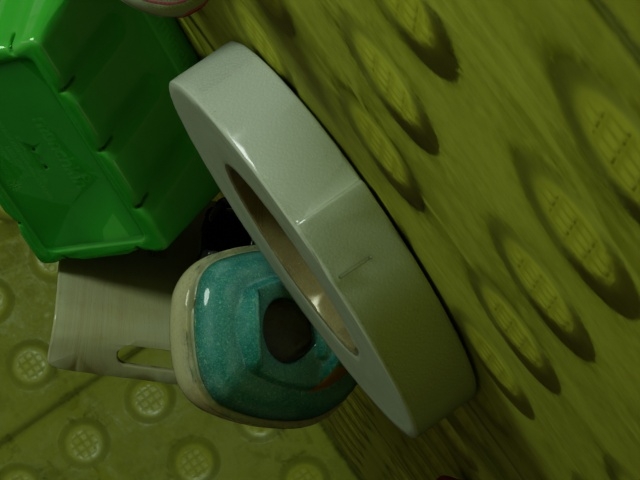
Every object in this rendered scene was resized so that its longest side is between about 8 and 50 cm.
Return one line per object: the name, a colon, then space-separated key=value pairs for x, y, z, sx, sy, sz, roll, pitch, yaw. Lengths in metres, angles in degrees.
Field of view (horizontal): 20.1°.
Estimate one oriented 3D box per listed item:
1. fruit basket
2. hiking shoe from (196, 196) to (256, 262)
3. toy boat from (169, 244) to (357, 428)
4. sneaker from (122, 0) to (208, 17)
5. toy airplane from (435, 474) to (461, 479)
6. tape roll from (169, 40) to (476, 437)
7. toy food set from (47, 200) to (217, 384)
fruit basket: x=-0.255 y=-0.205 z=1.937 sx=0.392 sy=0.283 sz=0.392 roll=23 pitch=-117 yaw=-60
hiking shoe: x=-0.084 y=-0.006 z=1.971 sx=0.227 sy=0.086 sz=0.114 roll=-74 pitch=-6 yaw=-55
toy boat: x=-0.024 y=0.160 z=1.835 sx=0.148 sy=0.267 sz=0.318 roll=-10 pitch=84 yaw=41
sneaker: x=-0.153 y=-0.265 z=1.266 sx=0.252 sy=0.103 sz=0.111 roll=57 pitch=175 yaw=-16
toy airplane: x=0.145 y=0.441 z=1.880 sx=0.386 sy=0.272 sz=0.384 roll=25 pitch=-119 yaw=-77
tape roll: x=0.000 y=0.000 z=1.604 sx=0.392 sy=0.072 sz=0.392 roll=55 pitch=173 yaw=10
toy food set: x=-0.192 y=0.049 z=2.038 sx=0.306 sy=0.220 sz=0.092 roll=-97 pitch=20 yaw=-52
